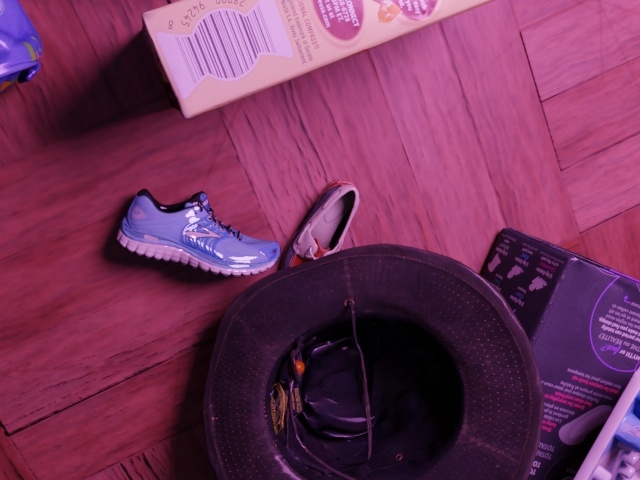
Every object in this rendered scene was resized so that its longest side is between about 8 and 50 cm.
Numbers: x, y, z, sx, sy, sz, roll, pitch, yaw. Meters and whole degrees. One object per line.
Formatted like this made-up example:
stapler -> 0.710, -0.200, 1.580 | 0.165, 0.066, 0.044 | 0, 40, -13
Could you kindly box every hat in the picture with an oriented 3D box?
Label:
hat -> 0.053, 0.161, 0.724 | 0.331, 0.134, 0.332 | -1, 85, 11

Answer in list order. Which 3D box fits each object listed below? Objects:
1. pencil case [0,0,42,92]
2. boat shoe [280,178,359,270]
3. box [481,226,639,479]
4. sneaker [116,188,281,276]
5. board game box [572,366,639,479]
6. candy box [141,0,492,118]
pencil case -> -0.321, -0.257, 0.554 | 0.133, 0.119, 0.306 | -24, 108, -29
boat shoe -> 0.000, 0.000, 0.735 | 0.049, 0.043, 0.137 | 26, 97, -20
box -> 0.244, 0.146, 0.777 | 0.165, 0.143, 0.270 | 20, 98, -18
sneaker -> -0.114, -0.010, 0.695 | 0.162, 0.063, 0.073 | 13, 96, -17
board game box -> 0.336, 0.335, 0.791 | 0.390, 0.050, 0.390 | 21, 98, -50
candy box -> 0.007, -0.205, 0.614 | 0.316, 0.183, 0.088 | -22, 108, -8
